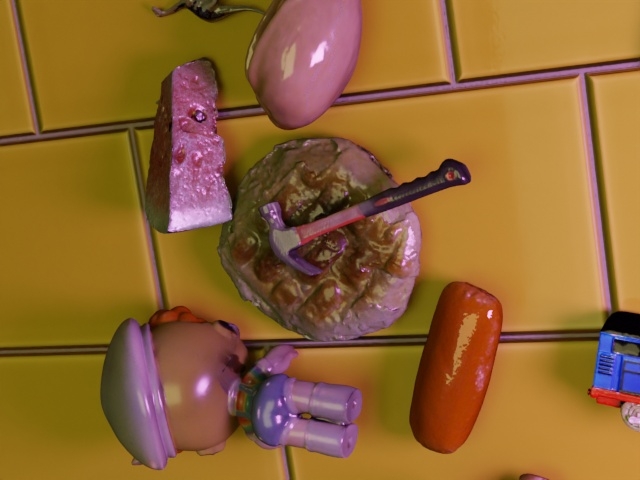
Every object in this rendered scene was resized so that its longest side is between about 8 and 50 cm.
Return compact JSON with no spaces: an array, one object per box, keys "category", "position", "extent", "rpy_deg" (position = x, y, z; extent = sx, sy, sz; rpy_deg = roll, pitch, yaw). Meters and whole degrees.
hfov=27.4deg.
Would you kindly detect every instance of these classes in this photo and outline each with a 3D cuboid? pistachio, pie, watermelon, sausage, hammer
[{"category":"pistachio","position":[-0.018,-0.245,1.687],"extent":[0.144,0.144,0.215],"rpy_deg":[31,108,16]},{"category":"pie","position":[0.000,0.000,1.770],"extent":[0.306,0.071,0.306],"rpy_deg":[6,104,23]},{"category":"watermelon","position":[-0.191,-0.135,1.826],"extent":[0.154,0.094,0.241],"rpy_deg":[17,106,61]},{"category":"sausage","position":[0.177,0.169,1.712],"extent":[0.098,0.098,0.238],"rpy_deg":[20,109,20]},{"category":"hammer","position":[0.058,-0.041,1.679],"extent":[0.287,0.033,0.111],"rpy_deg":[-22,88,26]}]

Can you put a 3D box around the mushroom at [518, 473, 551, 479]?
[{"category":"mushroom","position":[0.250,0.393,1.696],"extent":[0.204,0.204,0.204],"rpy_deg":[6,105,24]}]

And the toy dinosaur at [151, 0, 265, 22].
[{"category":"toy dinosaur","position":[-0.153,-0.326,1.785],"extent":[0.180,0.037,0.058],"rpy_deg":[12,131,30]}]

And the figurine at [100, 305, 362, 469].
[{"category":"figurine","position":[-0.135,0.202,1.813],"extent":[0.381,0.205,0.225],"rpy_deg":[-6,94,24]}]

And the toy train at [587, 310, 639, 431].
[{"category":"toy train","position":[0.434,0.170,1.593],"extent":[0.204,0.082,0.131],"rpy_deg":[11,105,23]}]
